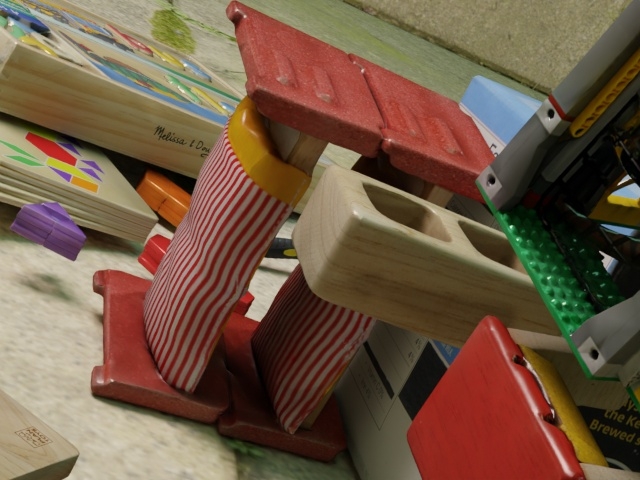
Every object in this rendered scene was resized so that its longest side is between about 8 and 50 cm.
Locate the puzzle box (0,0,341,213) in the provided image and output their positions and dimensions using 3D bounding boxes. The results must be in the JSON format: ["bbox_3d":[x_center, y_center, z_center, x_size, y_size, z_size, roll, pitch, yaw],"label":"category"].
[{"bbox_3d":[-0.179,-0.140,1.108,0.272,0.052,0.409,38,12,36],"label":"puzzle box"}]

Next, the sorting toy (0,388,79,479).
[{"bbox_3d":[-0.194,0.073,0.512,0.274,0.046,0.132,33,17,19],"label":"sorting toy"}]

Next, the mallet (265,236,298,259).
[{"bbox_3d":[0.000,0.000,1.017,0.189,0.062,0.039,13,20,-38],"label":"mallet"}]

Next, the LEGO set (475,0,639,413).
[{"bbox_3d":[0.225,0.014,0.445,0.255,0.192,0.331,15,40,-33],"label":"LEGO set"}]

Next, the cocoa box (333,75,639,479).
[{"bbox_3d":[0.216,0.090,0.771,0.347,0.228,0.231,20,17,-23],"label":"cocoa box"}]

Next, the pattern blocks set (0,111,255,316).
[{"bbox_3d":[-0.201,-0.061,0.910,0.285,0.026,0.325,25,14,-34],"label":"pattern blocks set"}]

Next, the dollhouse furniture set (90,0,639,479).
[{"bbox_3d":[0.002,0.060,0.615,0.152,0.201,0.374,21,23,-21],"label":"dollhouse furniture set"}]
